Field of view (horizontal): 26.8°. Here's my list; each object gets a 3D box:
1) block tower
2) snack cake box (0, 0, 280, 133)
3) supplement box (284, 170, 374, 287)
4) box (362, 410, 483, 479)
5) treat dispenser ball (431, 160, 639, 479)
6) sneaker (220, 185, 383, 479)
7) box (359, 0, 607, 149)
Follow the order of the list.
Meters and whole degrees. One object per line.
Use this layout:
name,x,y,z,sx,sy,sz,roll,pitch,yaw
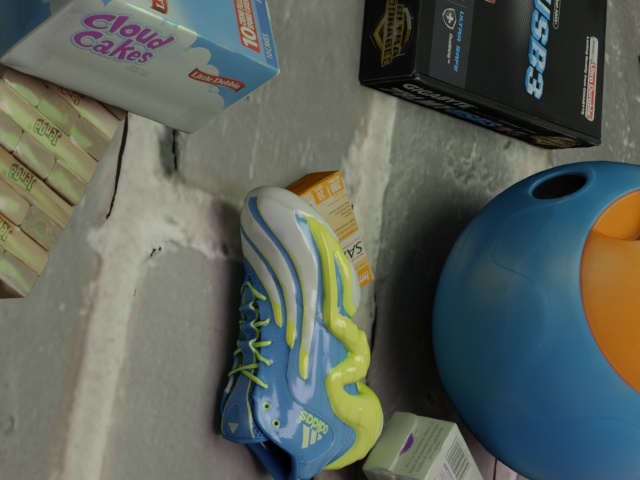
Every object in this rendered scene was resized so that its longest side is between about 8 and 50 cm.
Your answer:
block tower,-0.237,0.028,0.799,0.091,0.097,0.335,43,57,-36
snack cake box,-0.127,-0.215,0.858,0.152,0.089,0.264,20,50,-45
supplement box,0.000,0.000,1.088,0.062,0.036,0.098,-33,112,-42
box,0.129,0.277,1.159,0.067,0.063,0.324,-55,134,-32
treat dispenser ball,0.240,0.075,1.157,0.288,0.288,0.288,3,86,-46
sneaker,-0.027,0.084,1.018,0.126,0.091,0.240,-38,116,-40
box,0.168,-0.255,1.255,0.293,0.073,0.295,13,79,-45
